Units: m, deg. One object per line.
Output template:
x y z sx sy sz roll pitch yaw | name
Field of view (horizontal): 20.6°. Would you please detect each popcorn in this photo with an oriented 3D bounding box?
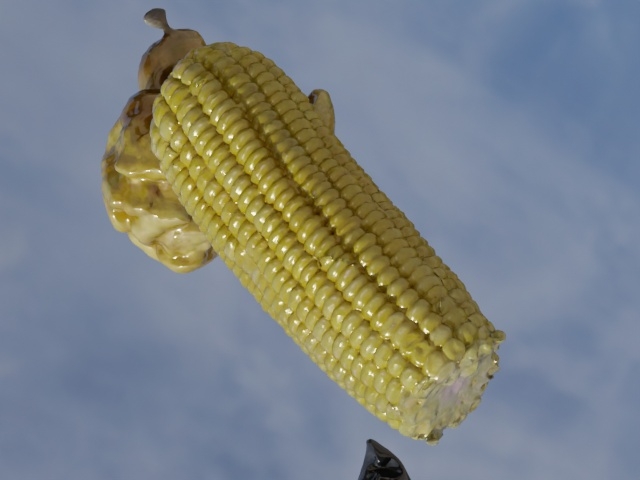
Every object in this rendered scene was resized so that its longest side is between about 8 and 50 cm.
-0.078 -0.062 1.298 0.163 0.140 0.194 19 -141 -13 | popcorn

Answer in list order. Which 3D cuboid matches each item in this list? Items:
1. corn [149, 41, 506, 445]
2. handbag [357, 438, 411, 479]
0.000 0.000 0.655 0.063 0.085 0.165 -24 -119 -34 | corn
0.061 0.303 1.252 0.254 0.089 0.211 60 -145 -28 | handbag
